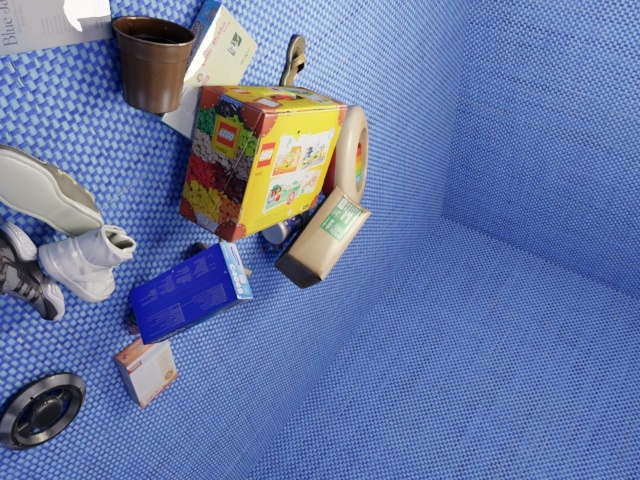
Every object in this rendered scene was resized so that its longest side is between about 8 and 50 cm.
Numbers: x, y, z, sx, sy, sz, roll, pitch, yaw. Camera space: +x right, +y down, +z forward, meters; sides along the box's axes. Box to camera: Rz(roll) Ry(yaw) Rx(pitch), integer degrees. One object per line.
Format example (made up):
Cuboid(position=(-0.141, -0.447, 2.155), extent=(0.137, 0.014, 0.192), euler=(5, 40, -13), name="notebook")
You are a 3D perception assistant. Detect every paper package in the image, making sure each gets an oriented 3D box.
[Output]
Cuboid(position=(0.000, 0.000, 1.872), extent=(0.324, 0.168, 0.309), euler=(-53, -175, -17), name="paper package")

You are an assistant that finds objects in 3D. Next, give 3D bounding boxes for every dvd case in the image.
Cuboid(position=(-0.505, -0.450, 0.919), extent=(0.253, 0.022, 0.180), euler=(-36, 143, -44), name="dvd case")

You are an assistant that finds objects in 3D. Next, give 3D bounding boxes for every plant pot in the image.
Cuboid(position=(-0.366, -0.382, 1.100), extent=(0.167, 0.167, 0.165), euler=(-34, 150, -46), name="plant pot")

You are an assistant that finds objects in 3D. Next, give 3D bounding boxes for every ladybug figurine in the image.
Cuboid(position=(0.085, -0.308, 1.948), extent=(0.305, 0.162, 0.449), euler=(-61, 156, -51), name="ladybug figurine")

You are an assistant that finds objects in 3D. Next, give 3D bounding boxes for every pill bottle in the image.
Cuboid(position=(-0.127, -0.074, 1.875), extent=(0.187, 0.112, 0.112), euler=(-40, 146, -47), name="pill bottle")

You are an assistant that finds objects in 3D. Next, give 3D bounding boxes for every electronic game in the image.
Cuboid(position=(-0.730, 0.450, 1.321), extent=(0.229, 0.048, 0.229), euler=(-41, 147, -35), name="electronic game")

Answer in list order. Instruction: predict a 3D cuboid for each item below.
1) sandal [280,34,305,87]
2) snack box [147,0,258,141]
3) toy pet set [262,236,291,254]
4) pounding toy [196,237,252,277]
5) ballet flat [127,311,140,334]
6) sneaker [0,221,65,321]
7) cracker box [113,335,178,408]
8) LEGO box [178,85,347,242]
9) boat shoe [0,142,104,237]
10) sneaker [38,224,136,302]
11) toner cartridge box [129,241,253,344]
Cuboid(position=(-0.077, -0.556, 1.585), extent=(0.072, 0.049, 0.180), euler=(-10, 123, -59), name="sandal")
Cuboid(position=(-0.296, -0.422, 1.290), extent=(0.321, 0.060, 0.187), euler=(-63, 156, -1), name="snack box")
Cuboid(position=(-0.153, 0.011, 1.964), extent=(0.114, 0.065, 0.122), euler=(-65, 155, 4), name="toy pet set")
Cuboid(position=(-0.288, 0.058, 1.538), extent=(0.154, 0.269, 0.154), euler=(29, 88, -31), name="pounding toy")
Cuboid(position=(-0.497, 0.233, 1.539), extent=(0.222, 0.077, 0.079), euler=(-20, 149, -49), name="ballet flat")
Cuboid(position=(-0.663, 0.100, 1.062), extent=(0.153, 0.101, 0.268), euler=(-41, 141, -37), name="sneaker")
Cuboid(position=(-0.550, 0.405, 1.594), extent=(0.156, 0.067, 0.232), euler=(-42, 148, -39), name="cracker box")
Cuboid(position=(-0.152, -0.251, 1.489), extent=(0.500, 0.193, 0.372), euler=(-29, 142, -59), name="LEGO box")
Cuboid(position=(-0.574, -0.107, 1.037), extent=(0.109, 0.091, 0.305), euler=(-29, 150, 1), name="boat shoe")
Cuboid(position=(-0.506, 0.058, 1.184), extent=(0.169, 0.108, 0.292), euler=(-22, 163, -8), name="sneaker")
Cuboid(position=(-0.363, 0.150, 1.377), extent=(0.348, 0.165, 0.075), euler=(-26, 166, 22), name="toner cartridge box")
